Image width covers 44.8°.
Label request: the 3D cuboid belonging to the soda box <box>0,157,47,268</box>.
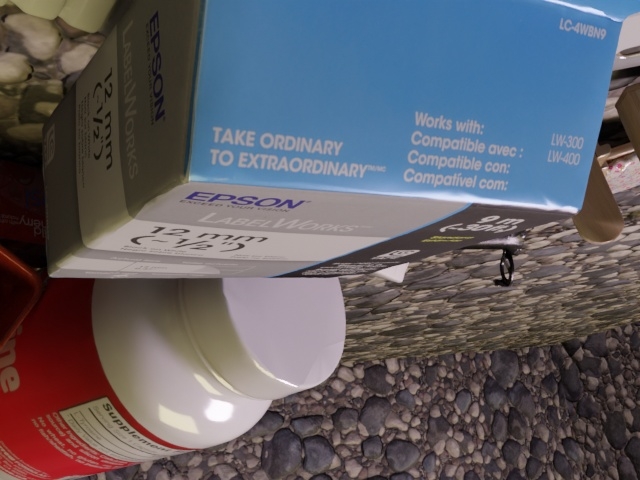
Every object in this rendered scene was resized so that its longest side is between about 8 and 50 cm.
[{"bbox_3d":[-0.288,-0.018,0.876,0.083,0.092,0.263,-19,161,34],"label":"soda box"}]

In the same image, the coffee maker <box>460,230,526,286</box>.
[{"bbox_3d":[0.154,-0.023,0.954,0.178,0.171,0.120,-4,172,-12],"label":"coffee maker"}]

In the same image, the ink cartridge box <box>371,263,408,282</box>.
[{"bbox_3d":[0.000,0.000,1.043,0.180,0.056,0.224,13,173,28],"label":"ink cartridge box"}]

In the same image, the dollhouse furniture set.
[{"bbox_3d":[0.387,-0.043,0.939,0.303,0.174,0.355,-17,163,1],"label":"dollhouse furniture set"}]

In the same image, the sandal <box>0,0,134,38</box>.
[{"bbox_3d":[-0.070,-0.181,0.441,0.169,0.102,0.416,-34,163,21],"label":"sandal"}]

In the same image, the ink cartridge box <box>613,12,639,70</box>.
[{"bbox_3d":[0.199,-0.209,0.424,0.309,0.130,0.272,-11,165,7],"label":"ink cartridge box"}]

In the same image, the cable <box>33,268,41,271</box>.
[{"bbox_3d":[-0.271,0.023,1.062,0.287,0.072,0.139,-2,168,-22],"label":"cable"}]

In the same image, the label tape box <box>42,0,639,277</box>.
[{"bbox_3d":[0.011,-0.056,0.436,0.249,0.115,0.347,2,169,-33],"label":"label tape box"}]

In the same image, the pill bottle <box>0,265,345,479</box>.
[{"bbox_3d":[-0.186,0.108,0.789,0.407,0.229,0.229,-22,160,32],"label":"pill bottle"}]

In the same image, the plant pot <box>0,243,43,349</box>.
[{"bbox_3d":[-0.468,0.062,0.680,0.235,0.267,0.267,1,142,46],"label":"plant pot"}]
